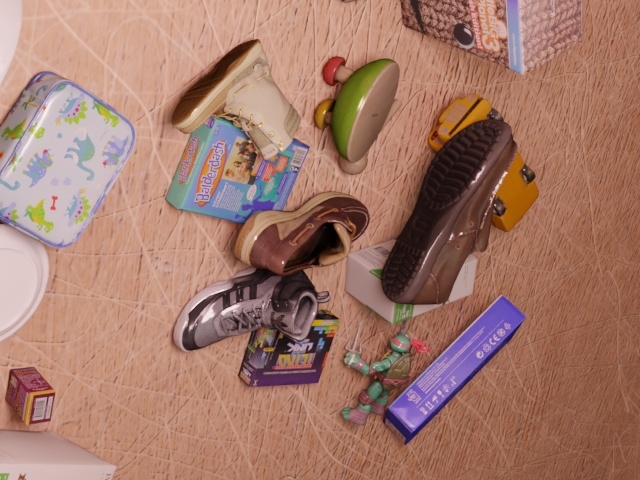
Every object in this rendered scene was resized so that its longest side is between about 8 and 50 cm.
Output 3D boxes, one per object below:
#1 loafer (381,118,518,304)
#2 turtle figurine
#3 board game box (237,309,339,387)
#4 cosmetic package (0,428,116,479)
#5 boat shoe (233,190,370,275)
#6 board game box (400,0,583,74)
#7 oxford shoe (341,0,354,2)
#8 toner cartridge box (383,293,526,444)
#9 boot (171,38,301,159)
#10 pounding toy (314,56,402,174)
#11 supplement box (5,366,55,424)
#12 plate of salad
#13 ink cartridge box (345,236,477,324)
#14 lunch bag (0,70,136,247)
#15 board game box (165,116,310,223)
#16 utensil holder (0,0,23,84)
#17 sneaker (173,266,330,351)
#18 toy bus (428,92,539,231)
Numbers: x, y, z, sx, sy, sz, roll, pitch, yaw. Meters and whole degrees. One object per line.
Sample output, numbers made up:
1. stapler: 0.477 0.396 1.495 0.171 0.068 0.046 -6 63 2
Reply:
1. loafer: 0.240 -0.043 1.855 0.130 0.134 0.366 24 101 -34
2. turtle figurine: 0.125 0.253 2.111 0.175 0.118 0.234 0 120 -41
3. board game box: -0.058 0.200 1.963 0.170 0.048 0.141 3 111 -41
4. cosmetic package: -0.485 0.386 1.537 0.365 0.155 0.197 25 85 -64
5. boat shoe: 0.000 0.000 1.802 0.342 0.123 0.123 -11 126 -56
6. board game box: 0.267 -0.436 1.699 0.141 0.291 0.232 -30 130 -24
7. oxford shoe: 0.045 -0.516 1.587 0.130 0.123 0.348 -33 131 -15
8. toner cartridge box: 0.281 0.275 2.228 0.348 0.075 0.165 -42 167 -15
9. boot: -0.121 -0.187 1.605 0.213 0.077 0.165 -52 123 -36
10. pounding toy: 0.048 -0.228 1.788 0.183 0.110 0.237 -61 166 -10
11. supplement box: -0.448 0.240 1.624 0.043 0.083 0.055 -3 116 -40
12. plate of salad: -0.484 0.065 1.520 0.199 0.048 0.200 -31 136 -36
13. ink cartridge box: 0.173 0.065 2.008 0.208 0.153 0.087 -17 124 -32
14. lunch bag: -0.372 -0.109 1.477 0.176 0.090 0.219 34 85 -43
15. board game box: -0.133 -0.111 1.718 0.210 0.047 0.160 14 105 -45
16. utensil holder: -0.555 -0.269 1.077 0.328 0.327 0.385 -56 139 1
17. sneaker: -0.112 0.126 1.798 0.268 0.153 0.101 -31 130 -24
18. toy bus: 0.311 -0.151 2.017 0.108 0.130 0.333 -48 136 -6
